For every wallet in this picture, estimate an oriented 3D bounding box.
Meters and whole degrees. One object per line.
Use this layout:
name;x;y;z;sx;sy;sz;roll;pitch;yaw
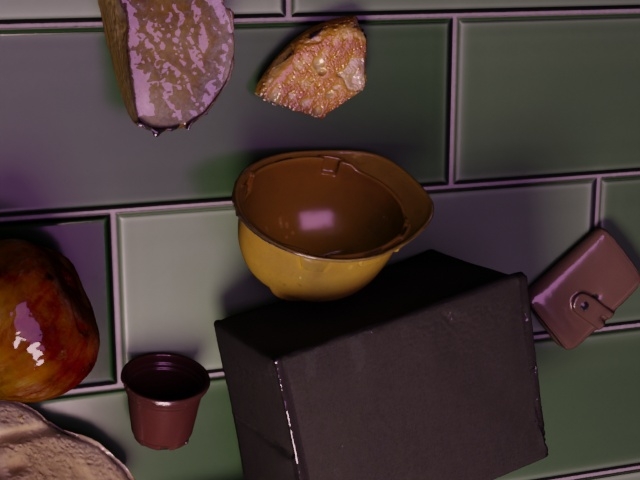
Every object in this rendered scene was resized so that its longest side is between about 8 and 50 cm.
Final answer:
wallet;0.364;0.068;1.743;0.153;0.039;0.118;-44;111;-7

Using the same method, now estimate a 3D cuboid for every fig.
fig;-0.389;0.101;1.436;0.290;0.190;0.190;-12;112;24

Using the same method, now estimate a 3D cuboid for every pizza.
pizza;-0.003;-0.207;1.543;0.160;0.036;0.099;-38;112;-7

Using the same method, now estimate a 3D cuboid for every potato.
potato;-0.176;-0.248;1.438;0.138;0.098;0.243;-13;101;-20

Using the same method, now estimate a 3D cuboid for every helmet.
helmet;0.000;0.000;1.534;0.257;0.205;0.140;-14;137;-37

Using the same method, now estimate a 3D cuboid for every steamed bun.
steamed bun;-0.345;0.285;1.481;0.212;0.231;0.110;49;112;13

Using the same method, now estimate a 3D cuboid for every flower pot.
flower pot;-0.193;0.203;1.548;0.111;0.111;0.089;-1;118;-20

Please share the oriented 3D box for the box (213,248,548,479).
box;0.073;0.184;1.552;0.345;0.204;0.251;-16;106;-23
